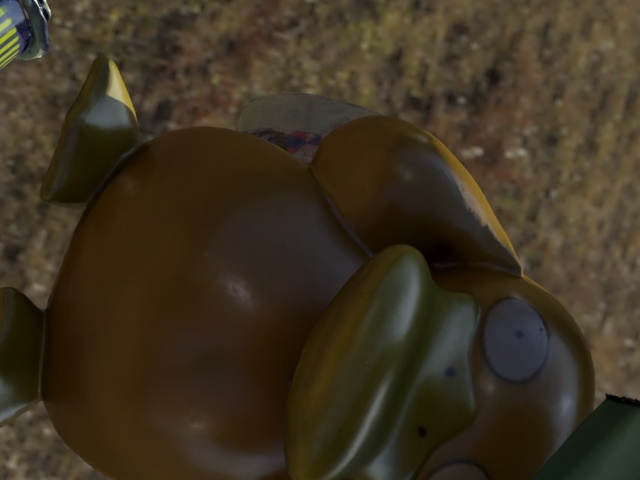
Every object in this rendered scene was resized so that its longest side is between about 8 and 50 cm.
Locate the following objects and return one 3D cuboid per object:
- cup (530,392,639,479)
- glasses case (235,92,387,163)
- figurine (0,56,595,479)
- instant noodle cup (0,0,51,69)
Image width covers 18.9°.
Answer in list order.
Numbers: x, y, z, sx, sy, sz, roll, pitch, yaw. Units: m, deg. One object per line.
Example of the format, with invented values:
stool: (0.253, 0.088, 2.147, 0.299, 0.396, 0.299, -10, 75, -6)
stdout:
cup: (0.074, 0.175, 0.691, 0.236, 0.148, 0.134, -55, -174, -5)
glasses case: (0.000, 0.000, 1.063, 0.327, 0.125, 0.076, -82, -175, -63)
figurine: (-0.010, 0.044, 0.783, 0.215, 0.228, 0.215, -35, 134, -46)
instant noodle cup: (-0.362, -0.106, 1.110, 0.312, 0.284, 0.284, -47, 138, -15)
